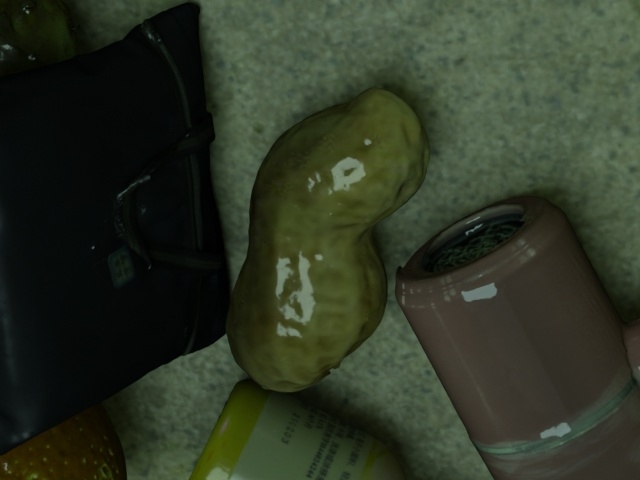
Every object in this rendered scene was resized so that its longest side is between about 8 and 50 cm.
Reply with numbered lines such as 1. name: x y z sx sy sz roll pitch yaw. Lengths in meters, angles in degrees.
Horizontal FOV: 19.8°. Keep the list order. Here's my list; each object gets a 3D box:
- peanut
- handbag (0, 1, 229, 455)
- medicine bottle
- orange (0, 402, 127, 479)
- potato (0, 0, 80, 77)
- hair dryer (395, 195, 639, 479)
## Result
1. peanut: 0.000 0.000 1.205 0.103 0.098 0.229 6 119 -19
2. handbag: -0.146 -0.012 1.190 0.089 0.211 0.254 20 126 44
3. medicine bottle: 0.014 0.192 1.277 0.212 0.122 0.122 26 117 -1
4. orange: -0.253 0.142 1.282 0.237 0.179 0.158 0 99 5
5. potato: -0.265 -0.112 1.211 0.226 0.090 0.117 -14 92 13
6. hair dryer: 0.245 0.037 1.171 0.352 0.125 0.210 -26 105 12
